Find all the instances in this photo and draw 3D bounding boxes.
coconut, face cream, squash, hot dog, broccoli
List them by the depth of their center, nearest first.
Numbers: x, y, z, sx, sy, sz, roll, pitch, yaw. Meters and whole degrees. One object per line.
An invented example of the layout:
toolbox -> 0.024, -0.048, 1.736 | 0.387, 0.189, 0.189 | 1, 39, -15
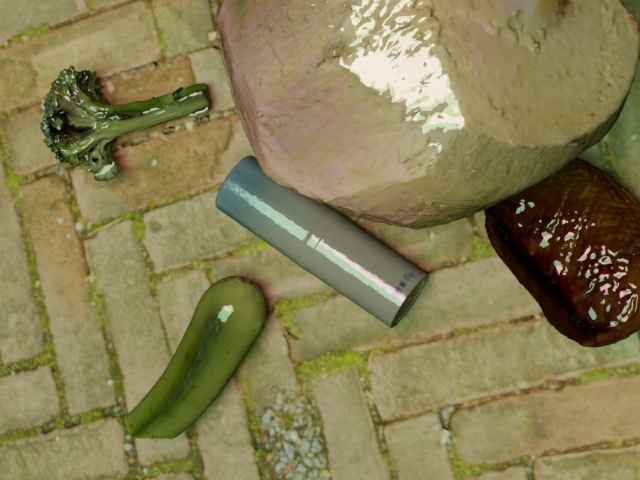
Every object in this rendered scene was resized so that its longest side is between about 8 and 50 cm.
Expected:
coconut -> 0.087, -0.199, 1.479 | 0.404, 0.404, 0.404 | 4, 101, 21
hot dog -> 0.268, 0.008, 1.571 | 0.160, 0.099, 0.227 | -44, 71, 26
face cream -> 0.000, 0.000, 1.694 | 0.250, 0.077, 0.077 | 35, 110, 12
broccoli -> -0.228, -0.150, 1.758 | 0.204, 0.118, 0.122 | -8, 66, 7
squash -> -0.144, 0.145, 1.781 | 0.083, 0.083, 0.250 | 39, 114, 11
